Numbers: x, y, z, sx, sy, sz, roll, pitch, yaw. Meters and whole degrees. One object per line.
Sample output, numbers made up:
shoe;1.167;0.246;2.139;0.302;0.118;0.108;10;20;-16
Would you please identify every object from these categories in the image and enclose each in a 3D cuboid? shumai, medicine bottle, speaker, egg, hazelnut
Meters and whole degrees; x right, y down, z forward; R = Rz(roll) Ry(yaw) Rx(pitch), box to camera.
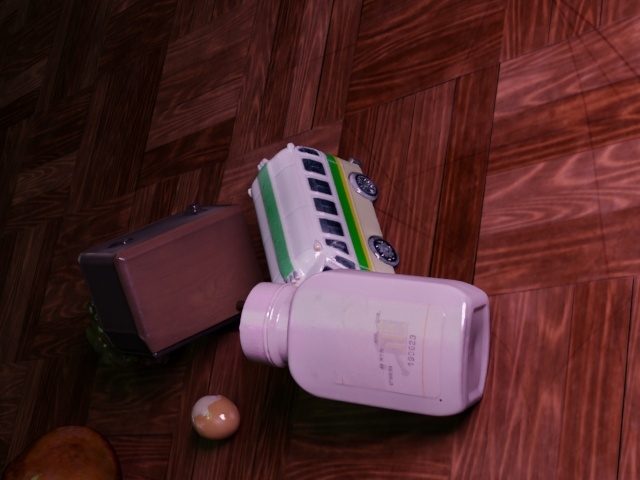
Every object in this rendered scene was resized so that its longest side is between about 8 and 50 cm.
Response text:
shumai;-0.335;0.150;2.039;0.175;0.166;0.206;121;153;-55
medicine bottle;0.053;0.118;1.417;0.296;0.111;0.161;4;95;25
speaker;-0.231;0.058;1.811;0.153;0.231;0.192;0;111;54
egg;-0.159;0.273;1.775;0.083;0.071;0.071;-8;66;49
hazelnut;-0.437;0.431;1.977;0.229;0.229;0.229;-30;50;43

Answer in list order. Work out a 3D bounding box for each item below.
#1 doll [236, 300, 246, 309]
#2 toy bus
doll;-0.053;0.099;1.738;0.139;0.057;0.165;-56;45;15
toy bus;0.000;0.000;1.618;0.133;0.165;0.276;-47;39;30
